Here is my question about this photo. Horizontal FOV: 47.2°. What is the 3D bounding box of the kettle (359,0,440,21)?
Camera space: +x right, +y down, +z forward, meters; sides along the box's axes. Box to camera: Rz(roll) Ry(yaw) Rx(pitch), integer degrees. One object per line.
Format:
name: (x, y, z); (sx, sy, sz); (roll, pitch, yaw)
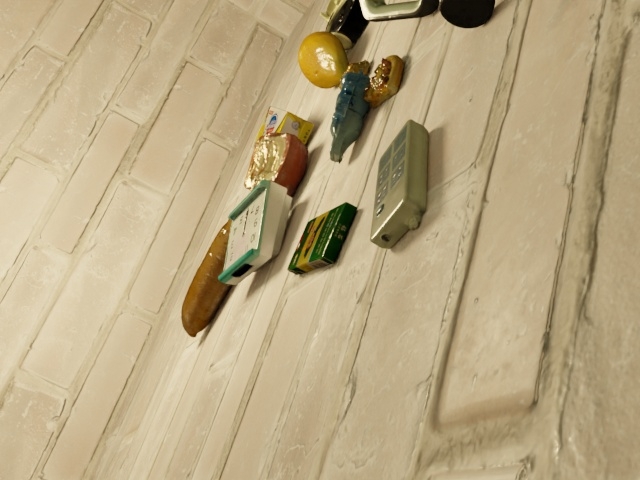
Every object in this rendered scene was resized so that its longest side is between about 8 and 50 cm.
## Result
kettle: (0.203, -0.697, 1.688); (0.376, 0.250, 0.361); (-3, 104, 56)

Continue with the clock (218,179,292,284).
clock: (-0.177, -0.013, 2.041); (0.262, 0.116, 0.231); (-38, 40, 56)

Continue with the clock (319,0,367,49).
clock: (0.090, -0.786, 2.523); (0.276, 0.120, 0.379); (-42, 25, 44)

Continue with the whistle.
whistle: (0.068, -0.312, 1.798); (0.180, 0.093, 0.269); (93, -165, -63)

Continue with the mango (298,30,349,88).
mango: (0.015, -0.570, 2.323); (0.317, 0.119, 0.177); (-134, 44, -59)

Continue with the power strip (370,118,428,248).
power strip: (0.138, -0.100, 1.277); (0.118, 0.046, 0.270); (-50, 20, 39)

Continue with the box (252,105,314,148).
box: (-0.129, -0.343, 2.418); (0.168, 0.097, 0.265); (-66, 22, 8)

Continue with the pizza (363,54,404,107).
pizza: (0.147, -0.375, 1.728); (0.134, 0.046, 0.175); (-57, 16, 20)

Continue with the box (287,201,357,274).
box: (0.000, 0.000, 1.585); (0.132, 0.034, 0.235); (-67, 16, -17)

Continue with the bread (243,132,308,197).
bread: (-0.132, -0.206, 2.163); (0.190, 0.123, 0.244); (-5, 64, 36)

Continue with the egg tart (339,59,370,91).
egg tart: (0.091, -0.455, 2.053); (0.130, 0.052, 0.130); (-54, 15, 21)

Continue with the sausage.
sausage: (-0.314, 0.087, 2.322); (0.501, 0.123, 0.136); (-57, 44, 18)

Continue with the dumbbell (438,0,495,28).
dumbbell: (0.290, -0.494, 1.360); (0.100, 0.100, 0.191); (-34, 32, 60)
